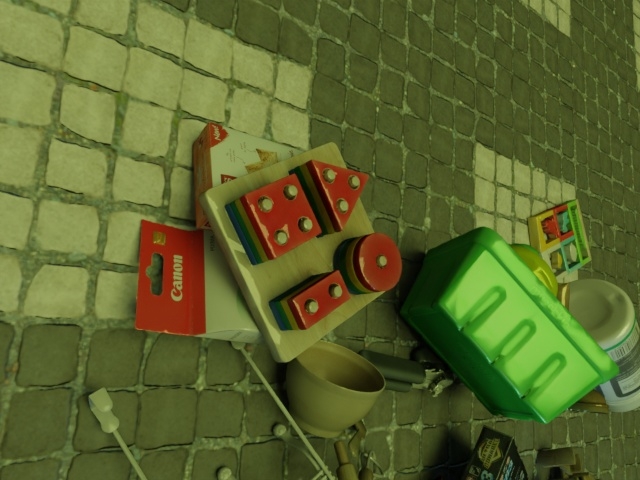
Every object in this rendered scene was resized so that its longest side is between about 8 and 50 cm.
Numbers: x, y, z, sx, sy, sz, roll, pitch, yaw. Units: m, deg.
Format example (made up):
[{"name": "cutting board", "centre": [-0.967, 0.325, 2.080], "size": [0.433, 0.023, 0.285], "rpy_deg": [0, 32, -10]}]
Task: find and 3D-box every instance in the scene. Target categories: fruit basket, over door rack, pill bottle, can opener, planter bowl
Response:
[{"name": "fruit basket", "centre": [0.391, 0.123, 1.007], "size": [0.392, 0.283, 0.392], "rpy_deg": [4, 75, -16]}, {"name": "over door rack", "centre": [-0.145, 0.300, 0.715], "size": [0.239, 0.108, 0.324], "rpy_deg": [-29, 87, -37]}, {"name": "pill bottle", "centre": [0.717, 0.280, 1.271], "size": [0.361, 0.204, 0.204], "rpy_deg": [51, 57, -34]}, {"name": "can opener", "centre": [0.162, 0.252, 0.973], "size": [0.280, 0.074, 0.093], "rpy_deg": [16, 40, -36]}, {"name": "planter bowl", "centre": [0.011, 0.248, 0.810], "size": [0.162, 0.162, 0.109], "rpy_deg": [14, 102, -35]}]

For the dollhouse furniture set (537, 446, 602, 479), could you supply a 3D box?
[{"name": "dollhouse furniture set", "centre": [0.600, 0.674, 1.220], "size": [0.212, 0.161, 0.242], "rpy_deg": [45, 38, -23]}]

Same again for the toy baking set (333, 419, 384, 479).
[{"name": "toy baking set", "centre": [0.077, 0.404, 0.805], "size": [0.197, 0.030, 0.256], "rpy_deg": [49, 15, -52]}]

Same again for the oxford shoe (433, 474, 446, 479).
[{"name": "oxford shoe", "centre": [0.181, 0.516, 0.947], "size": [0.212, 0.076, 0.076], "rpy_deg": [-7, 65, -46]}]

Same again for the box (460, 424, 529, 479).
[{"name": "box", "centre": [0.332, 0.574, 0.995], "size": [0.295, 0.073, 0.293], "rpy_deg": [-55, 132, -27]}]

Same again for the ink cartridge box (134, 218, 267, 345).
[{"name": "ink cartridge box", "centre": [-0.146, 0.054, 0.727], "size": [0.225, 0.056, 0.181], "rpy_deg": [17, 48, -35]}]

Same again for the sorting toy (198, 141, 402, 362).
[{"name": "sorting toy", "centre": [0.000, 0.000, 0.720], "size": [0.255, 0.089, 0.257], "rpy_deg": [-29, 98, -38]}]

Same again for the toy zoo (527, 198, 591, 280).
[{"name": "toy zoo", "centre": [0.667, 0.005, 1.397], "size": [0.293, 0.030, 0.192], "rpy_deg": [-17, 94, -37]}]

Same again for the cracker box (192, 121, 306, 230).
[{"name": "cracker box", "centre": [-0.083, -0.081, 0.797], "size": [0.232, 0.067, 0.155], "rpy_deg": [10, 58, -35]}]

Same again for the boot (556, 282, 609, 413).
[{"name": "boot", "centre": [0.525, 0.225, 1.093], "size": [0.089, 0.236, 0.269], "rpy_deg": [9, 82, -18]}]
